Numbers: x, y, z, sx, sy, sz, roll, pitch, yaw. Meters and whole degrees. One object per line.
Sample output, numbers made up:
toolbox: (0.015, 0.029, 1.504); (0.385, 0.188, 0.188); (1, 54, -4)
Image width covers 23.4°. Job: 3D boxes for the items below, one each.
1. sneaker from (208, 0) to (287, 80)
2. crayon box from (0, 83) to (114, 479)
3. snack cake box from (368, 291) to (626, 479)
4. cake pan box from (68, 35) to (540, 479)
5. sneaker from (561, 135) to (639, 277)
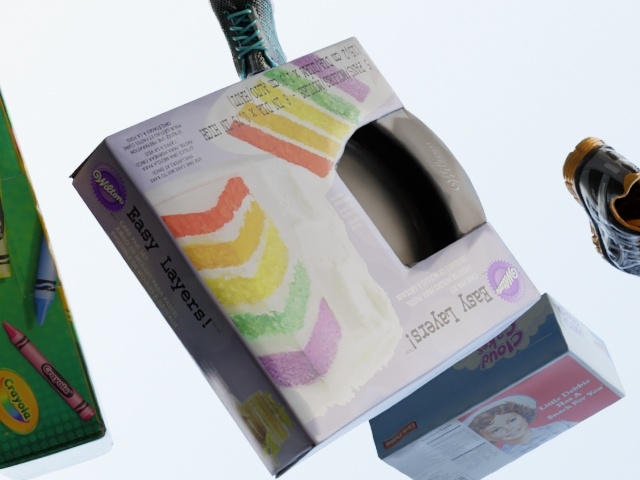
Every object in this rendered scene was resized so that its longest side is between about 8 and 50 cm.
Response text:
sneaker: (-0.065, -0.196, 1.523); (0.065, 0.166, 0.076); (-21, -144, 7)
crayon box: (-0.220, 0.019, 1.053); (0.081, 0.279, 0.165); (-18, 171, -9)
snack cake box: (0.202, 0.185, 1.804); (0.264, 0.152, 0.089); (-33, -133, 19)
cake pan box: (0.000, 0.000, 1.068); (0.267, 0.246, 0.070); (-26, 170, -42)
sneaker: (0.333, -0.020, 1.638); (0.084, 0.215, 0.083); (-50, -141, -5)
